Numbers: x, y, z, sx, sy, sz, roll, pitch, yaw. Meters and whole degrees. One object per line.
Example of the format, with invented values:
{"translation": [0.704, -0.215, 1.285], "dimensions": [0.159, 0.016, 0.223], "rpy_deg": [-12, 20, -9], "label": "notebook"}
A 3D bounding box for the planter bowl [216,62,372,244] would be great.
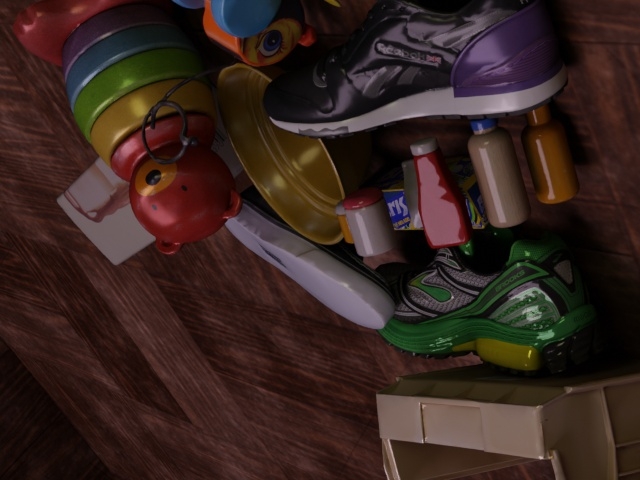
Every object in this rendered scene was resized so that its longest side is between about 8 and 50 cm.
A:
{"translation": [-0.009, -0.109, 1.224], "dimensions": [0.217, 0.090, 0.217], "rpy_deg": [44, 155, 27], "label": "planter bowl"}

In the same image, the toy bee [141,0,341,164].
{"translation": [-0.069, -0.234, 1.080], "dimensions": [0.195, 0.162, 0.298], "rpy_deg": [54, 130, 22], "label": "toy bee"}

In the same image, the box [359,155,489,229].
{"translation": [0.115, -0.048, 1.202], "dimensions": [0.169, 0.059, 0.054], "rpy_deg": [-1, 126, 53], "label": "box"}

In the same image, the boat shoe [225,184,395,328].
{"translation": [0.000, 0.000, 1.344], "dimensions": [0.301, 0.102, 0.108], "rpy_deg": [32, 163, 50], "label": "boat shoe"}

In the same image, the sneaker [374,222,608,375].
{"translation": [0.164, 0.043, 1.237], "dimensions": [0.343, 0.134, 0.146], "rpy_deg": [0, 107, 58], "label": "sneaker"}

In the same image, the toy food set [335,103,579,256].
{"translation": [0.105, -0.060, 1.056], "dimensions": [0.232, 0.111, 0.105], "rpy_deg": [-10, 108, 27], "label": "toy food set"}

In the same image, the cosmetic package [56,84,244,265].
{"translation": [-0.212, -0.084, 1.487], "dimensions": [0.129, 0.153, 0.296], "rpy_deg": [48, 151, -9], "label": "cosmetic package"}

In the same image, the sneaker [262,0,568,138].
{"translation": [0.067, -0.173, 1.014], "dimensions": [0.283, 0.107, 0.124], "rpy_deg": [-5, 121, 28], "label": "sneaker"}

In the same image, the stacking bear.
{"translation": [-0.181, -0.130, 1.243], "dimensions": [0.289, 0.175, 0.164], "rpy_deg": [65, -171, 18], "label": "stacking bear"}

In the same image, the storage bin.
{"translation": [0.233, 0.190, 1.170], "dimensions": [0.262, 0.260, 0.123], "rpy_deg": [-6, 89, 57], "label": "storage bin"}
